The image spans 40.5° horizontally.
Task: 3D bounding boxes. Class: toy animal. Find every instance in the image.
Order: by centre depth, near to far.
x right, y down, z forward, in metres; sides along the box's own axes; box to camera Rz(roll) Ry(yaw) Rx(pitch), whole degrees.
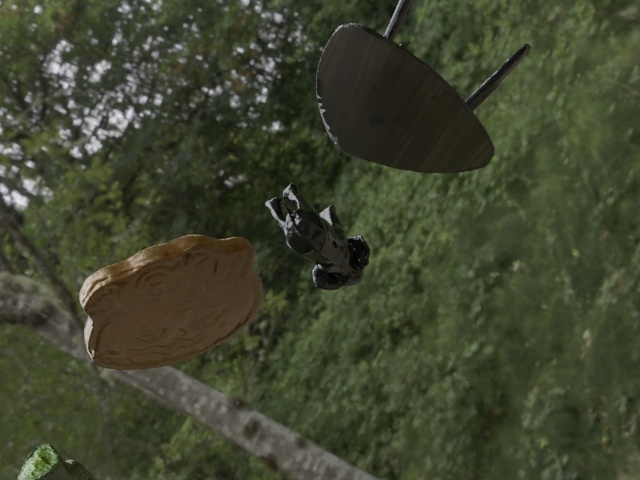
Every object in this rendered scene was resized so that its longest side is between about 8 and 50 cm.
[{"bbox_3d":[-0.003,0.004,1.507,0.245,0.146,0.114,22,-66,-47],"label":"toy animal"}]

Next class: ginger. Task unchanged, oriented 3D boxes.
[{"bbox_3d":[-0.452,0.473,1.567,0.290,0.089,0.137,62,-171,-55],"label":"ginger"}]

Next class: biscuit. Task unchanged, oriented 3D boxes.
[{"bbox_3d":[-0.295,0.139,1.786,0.385,0.062,0.365,-18,-38,-21],"label":"biscuit"}]

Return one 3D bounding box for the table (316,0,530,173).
[{"bbox_3d":[0.187,-0.284,1.427,0.249,0.317,0.317,-58,-17,-27],"label":"table"}]
